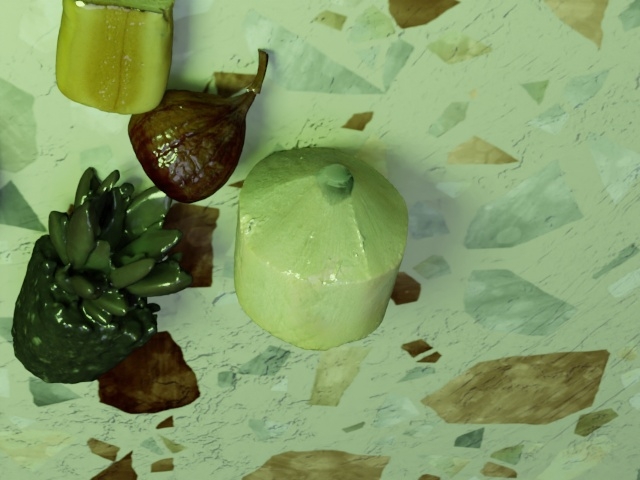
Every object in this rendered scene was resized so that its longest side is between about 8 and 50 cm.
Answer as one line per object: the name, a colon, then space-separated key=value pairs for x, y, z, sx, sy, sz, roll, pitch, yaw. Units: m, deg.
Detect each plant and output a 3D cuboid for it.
plant: x=-0.297 y=0.047 z=1.642 sx=0.182 sy=0.194 sz=0.320 roll=8 pitch=139 yaw=-35

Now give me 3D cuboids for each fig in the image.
fig: x=-0.128 y=-0.141 z=1.511 sx=0.201 sy=0.133 sz=0.146 roll=-30 pitch=144 yaw=7

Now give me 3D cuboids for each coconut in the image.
coconut: x=0.000 y=0.000 z=1.597 sx=0.239 sy=0.239 sz=0.244 roll=-1 pitch=136 yaw=-9

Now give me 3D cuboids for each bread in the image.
bread: x=-0.237 y=-0.235 z=1.415 sx=0.134 sy=0.085 sz=0.173 roll=7 pitch=133 yaw=-13
